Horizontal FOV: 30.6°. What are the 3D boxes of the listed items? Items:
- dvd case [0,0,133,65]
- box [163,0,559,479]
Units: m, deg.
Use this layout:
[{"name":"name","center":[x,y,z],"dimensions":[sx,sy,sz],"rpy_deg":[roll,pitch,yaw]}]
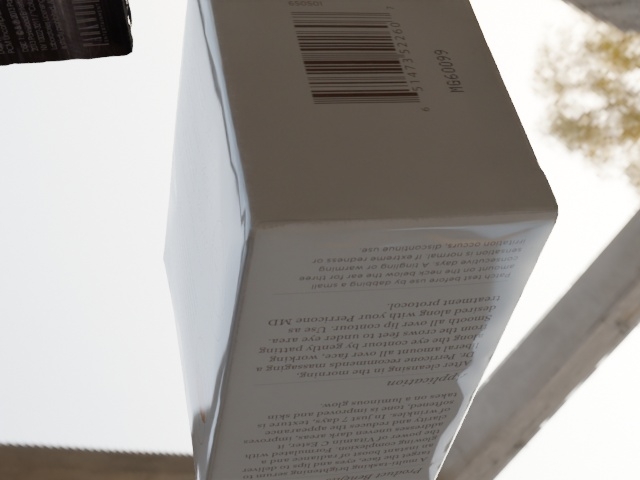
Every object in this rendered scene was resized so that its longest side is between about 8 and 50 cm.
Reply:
[{"name":"dvd case","center":[-0.164,-0.089,0.275],"dimensions":[0.221,0.164,0.018],"rpy_deg":[-6,-117,-4]},{"name":"box","center":[0.000,0.000,0.414],"dimensions":[0.091,0.170,0.130],"rpy_deg":[-3,-128,-14]}]
